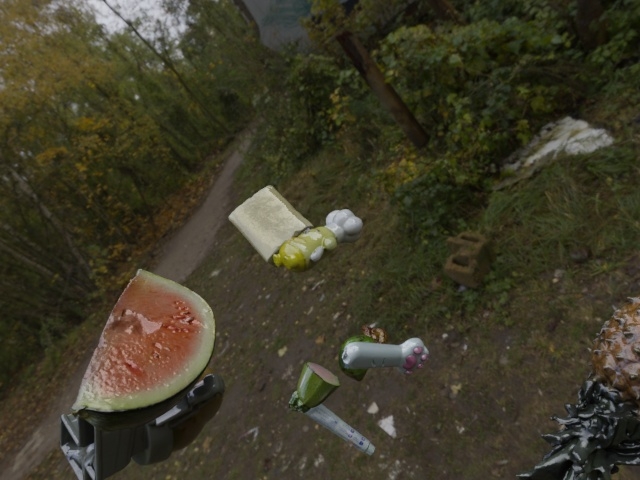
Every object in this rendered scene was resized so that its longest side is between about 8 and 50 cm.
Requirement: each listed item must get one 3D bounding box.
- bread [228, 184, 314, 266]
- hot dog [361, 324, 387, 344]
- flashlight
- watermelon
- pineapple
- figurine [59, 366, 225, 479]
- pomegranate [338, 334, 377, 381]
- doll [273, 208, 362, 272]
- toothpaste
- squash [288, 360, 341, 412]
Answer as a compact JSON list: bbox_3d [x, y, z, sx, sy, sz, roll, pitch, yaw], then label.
[{"bbox_3d":[-0.115,-0.036,1.002,0.139,0.060,0.178,-38,57,-9],"label":"bread"},{"bbox_3d":[0.224,0.398,1.795,0.147,0.099,0.065,-98,22,-76],"label":"hot dog"},{"bbox_3d":[0.144,0.255,0.935,0.047,0.200,0.093,-116,37,-59],"label":"flashlight"},{"bbox_3d":[-0.259,0.185,0.676,0.303,0.159,0.128,-102,30,-58],"label":"watermelon"},{"bbox_3d":[0.417,0.252,0.598,0.365,0.165,0.165,-61,21,6],"label":"pineapple"},{"bbox_3d":[-0.315,0.331,0.819,0.342,0.167,0.285,-8,1,44],"label":"figurine"},{"bbox_3d":[0.123,0.369,1.383,0.143,0.122,0.169,-50,-9,-33],"label":"pomegranate"},{"bbox_3d":[0.000,0.000,0.712,0.162,0.062,0.106,-31,19,-27],"label":"doll"},{"bbox_3d":[0.051,0.493,1.128,0.052,0.218,0.033,-54,0,-31],"label":"toothpaste"},{"bbox_3d":[-0.027,0.381,1.059,0.132,0.105,0.105,-57,23,-1],"label":"squash"}]
